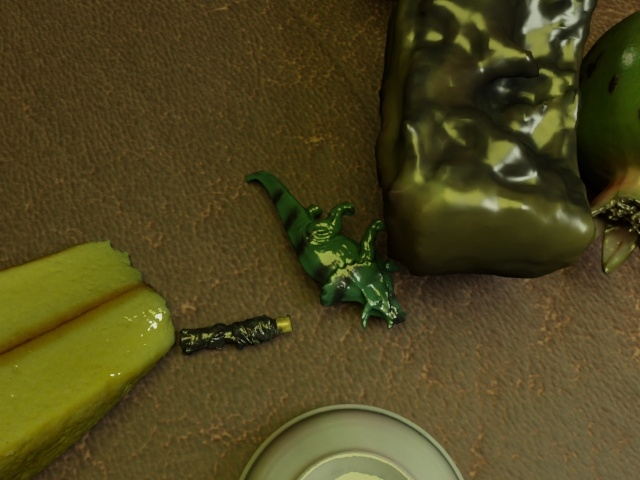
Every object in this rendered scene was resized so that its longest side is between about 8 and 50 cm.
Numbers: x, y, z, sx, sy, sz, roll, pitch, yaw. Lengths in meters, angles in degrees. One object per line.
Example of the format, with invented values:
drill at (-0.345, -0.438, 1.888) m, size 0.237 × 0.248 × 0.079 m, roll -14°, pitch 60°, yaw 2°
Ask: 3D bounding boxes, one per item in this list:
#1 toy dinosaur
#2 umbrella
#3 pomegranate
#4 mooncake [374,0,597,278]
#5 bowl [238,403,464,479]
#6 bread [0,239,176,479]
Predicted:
toy dinosaur at (0.016, -0.008, 0.955) m, size 0.120 × 0.079 × 0.292 m, roll -26°, pitch 67°, yaw -12°
umbrella at (-0.106, 0.118, 0.924) m, size 0.143 × 0.037 × 0.040 m, roll -10°, pitch 63°, yaw -1°
pomegranate at (0.422, -0.129, 0.879) m, size 0.290 × 0.291 × 0.323 m, roll 37°, pitch 51°, yaw 13°
mooncake at (0.188, -0.151, 0.839) m, size 0.246 × 0.393 × 0.394 m, roll 6°, pitch 31°, yaw 4°
bowl at (0.036, 0.314, 0.791) m, size 0.286 × 0.144 × 0.287 m, roll 0°, pitch 69°, yaw -1°
bread at (-0.370, 0.172, 0.895) m, size 0.361 × 0.245 × 0.233 m, roll -25°, pitch 66°, yaw -42°
